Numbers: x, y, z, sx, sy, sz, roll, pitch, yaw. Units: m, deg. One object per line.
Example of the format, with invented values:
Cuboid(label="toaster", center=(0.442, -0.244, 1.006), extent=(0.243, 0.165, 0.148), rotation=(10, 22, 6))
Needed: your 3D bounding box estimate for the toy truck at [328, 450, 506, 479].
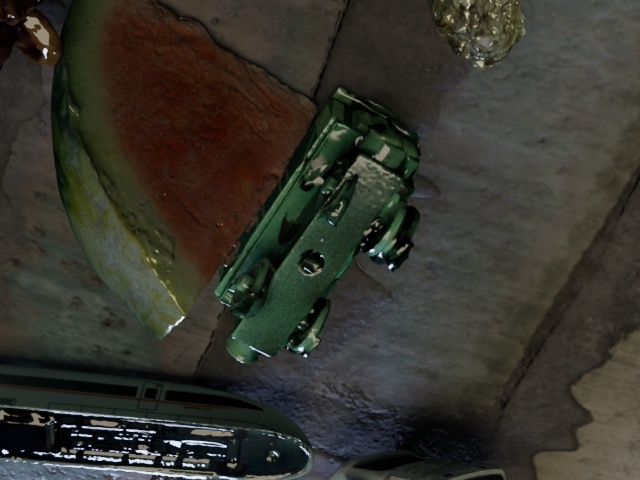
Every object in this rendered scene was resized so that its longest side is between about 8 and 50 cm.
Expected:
Cuboid(label="toy truck", center=(0.081, 0.427, 0.897), extent=(0.173, 0.207, 0.387), rotation=(9, 88, -48))

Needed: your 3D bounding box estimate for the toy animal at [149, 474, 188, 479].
Cuboid(label="toy animal", center=(-0.194, 0.274, 0.975), extent=(0.084, 0.028, 0.050), rotation=(33, 112, -18))

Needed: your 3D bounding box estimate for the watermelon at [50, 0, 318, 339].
Cuboid(label="watermelon", center=(-0.132, -0.075, 0.715), extent=(0.193, 0.232, 0.310), rotation=(-47, 65, 24))

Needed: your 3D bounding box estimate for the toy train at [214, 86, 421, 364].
Cuboid(label="toy train", center=(0.000, 0.000, 0.759), extent=(0.115, 0.154, 0.269), rotation=(29, 114, -13))

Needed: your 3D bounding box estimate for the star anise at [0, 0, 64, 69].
Cuboid(label="star anise", center=(-0.245, -0.187, 0.607), extent=(0.126, 0.220, 0.190), rotation=(27, 131, -15))

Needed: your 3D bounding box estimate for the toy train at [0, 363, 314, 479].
Cuboid(label="toy train", center=(-0.209, 0.201, 0.903), extent=(0.407, 0.088, 0.086), rotation=(7, 119, -3))

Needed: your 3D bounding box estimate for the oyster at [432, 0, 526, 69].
Cuboid(label="oyster", center=(0.145, -0.207, 0.715), extent=(0.100, 0.037, 0.098), rotation=(32, 114, -15))
